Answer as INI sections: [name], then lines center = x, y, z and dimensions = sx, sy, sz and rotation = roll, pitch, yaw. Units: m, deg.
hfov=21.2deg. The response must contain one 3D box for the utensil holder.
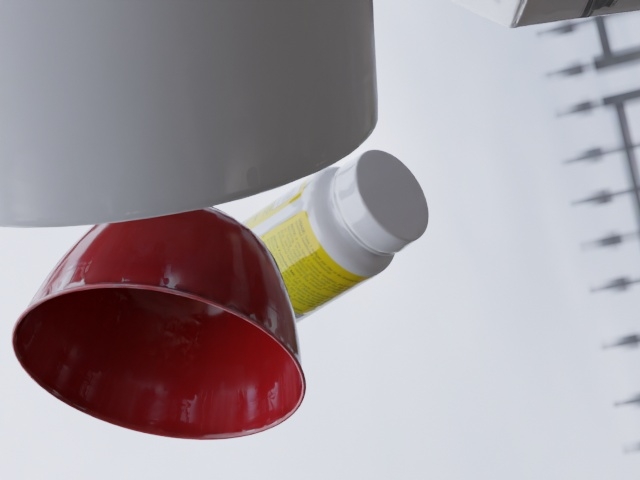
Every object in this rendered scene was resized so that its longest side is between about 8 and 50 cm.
[utensil holder]
center = -0.135, -0.237, 0.959
dimensions = 0.327, 0.327, 0.386
rotation = -59, -34, -65

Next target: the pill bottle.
[pill bottle]
center = 0.000, 0.000, 1.695
dimensions = 0.119, 0.208, 0.119
rotation = 27, -133, -34

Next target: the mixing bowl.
[mixing bowl]
center = -0.091, 0.039, 1.058
dimensions = 0.181, 0.181, 0.098
rotation = 57, -145, -47

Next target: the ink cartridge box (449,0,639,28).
[ink cartridge box]
center = 0.220, -0.376, 1.941
dimensions = 0.395, 0.285, 0.166
rotation = -16, -51, -54
